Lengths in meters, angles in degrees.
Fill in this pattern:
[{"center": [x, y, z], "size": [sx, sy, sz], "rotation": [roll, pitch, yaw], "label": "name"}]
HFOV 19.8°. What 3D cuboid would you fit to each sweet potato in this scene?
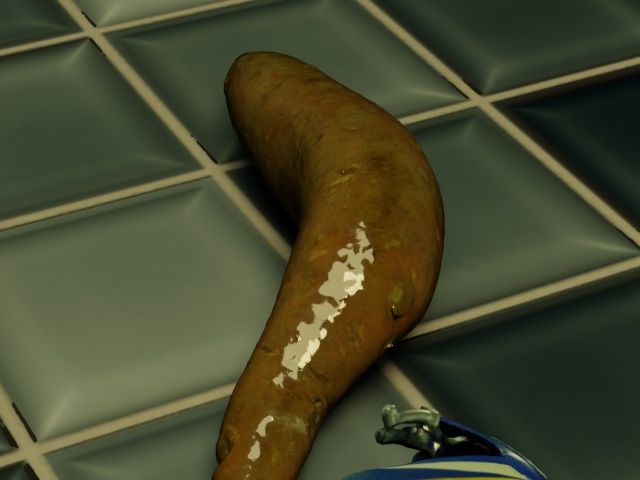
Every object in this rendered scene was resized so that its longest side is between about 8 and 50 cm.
[{"center": [0.006, 0.000, 0.861], "size": [0.108, 0.079, 0.346], "rotation": [-22, 33, 15], "label": "sweet potato"}]

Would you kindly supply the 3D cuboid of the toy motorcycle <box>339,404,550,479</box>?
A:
[{"center": [-0.012, 0.133, 0.642], "size": [0.315, 0.113, 0.169], "rotation": [-9, 25, -2], "label": "toy motorcycle"}]
